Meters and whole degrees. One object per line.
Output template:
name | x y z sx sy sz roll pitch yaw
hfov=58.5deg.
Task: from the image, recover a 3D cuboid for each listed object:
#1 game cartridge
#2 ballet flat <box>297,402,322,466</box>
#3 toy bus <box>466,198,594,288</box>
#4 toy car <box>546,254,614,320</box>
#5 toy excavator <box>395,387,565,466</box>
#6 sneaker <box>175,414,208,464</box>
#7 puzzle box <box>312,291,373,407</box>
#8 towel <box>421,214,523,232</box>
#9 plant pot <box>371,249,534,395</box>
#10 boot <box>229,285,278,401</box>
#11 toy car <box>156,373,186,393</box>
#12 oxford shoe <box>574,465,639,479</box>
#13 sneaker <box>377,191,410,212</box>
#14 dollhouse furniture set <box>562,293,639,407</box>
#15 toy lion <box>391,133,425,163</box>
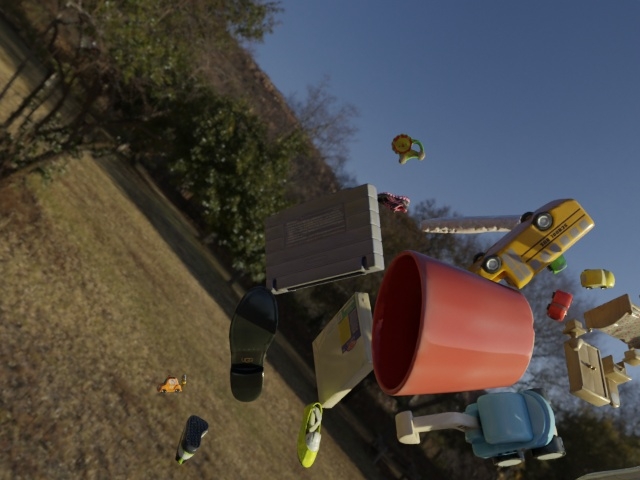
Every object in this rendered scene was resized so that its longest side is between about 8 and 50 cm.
game cartridge | 0.000 0.000 1.508 0.354 0.230 0.068 -16 -25 34
ballet flat | -0.031 0.656 1.963 0.077 0.077 0.231 35 34 -21
toy bus | 0.567 0.018 1.569 0.130 0.332 0.108 49 1 -3
toy car | 0.765 0.103 1.790 0.225 0.239 0.053 57 0 22
toy excavator | 0.530 0.610 1.918 0.445 0.432 0.223 32 43 -40
sneaker | -0.467 0.704 2.020 0.084 0.097 0.235 35 8 -3
puzzle box | 0.082 0.404 2.071 0.052 0.272 0.409 10 -39 -22
towel | 0.558 -0.060 2.053 0.331 0.054 0.317 -2 3 24
plant pot | 0.256 0.172 1.111 0.243 0.275 0.275 10 -1 -11
boot | -0.155 0.193 1.226 0.091 0.263 0.229 9 13 -10
toy car | -0.365 0.346 1.405 0.060 0.041 0.122 3 -4 -6
oxford shoe | 0.927 0.809 1.770 0.169 0.449 0.130 49 36 -5
sneaker | 0.228 -0.118 1.836 0.119 0.057 0.047 9 -26 2
dollhouse furniture set | 0.869 0.316 1.574 0.303 0.174 0.355 26 -41 -19
toy lion | 0.286 -0.306 1.880 0.034 0.100 0.096 39 40 -83
